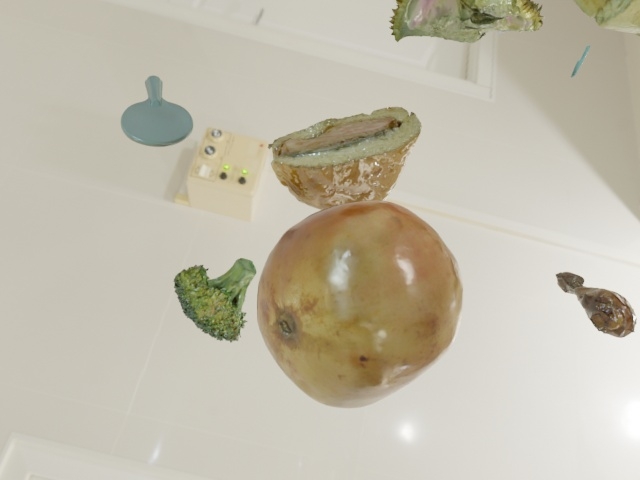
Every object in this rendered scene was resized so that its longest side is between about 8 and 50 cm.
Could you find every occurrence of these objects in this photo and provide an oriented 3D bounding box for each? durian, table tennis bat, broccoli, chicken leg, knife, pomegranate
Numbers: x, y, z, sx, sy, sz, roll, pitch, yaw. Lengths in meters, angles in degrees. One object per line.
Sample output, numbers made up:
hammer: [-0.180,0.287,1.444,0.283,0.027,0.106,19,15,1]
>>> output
durian: [0.291,-0.478,1.008,0.172,0.306,0.166,-53,149,-69]
table tennis bat: [-0.368,-0.292,1.142,0.040,0.153,0.244,105,-26,-47]
broccoli: [-0.226,0.116,1.175,0.194,0.220,0.194,-36,-145,31]
chicken leg: [0.645,0.134,1.222,0.093,0.113,0.304,-54,-170,14]
knife: [0.722,-0.497,1.415,0.005,0.014,0.091,-39,152,-50]
pomegranate: [0.062,0.070,0.635,0.270,0.229,0.252,-19,151,-36]

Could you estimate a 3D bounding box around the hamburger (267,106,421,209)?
hamburger: [0.069,-0.156,1.143,0.209,0.330,0.162,73,2,-48]

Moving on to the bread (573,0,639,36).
bread: [0.571,-0.451,0.898,0.124,0.257,0.186,122,-27,-62]

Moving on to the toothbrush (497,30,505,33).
toothbrush: [0.462,-0.500,1.188,0.019,0.013,0.193,-50,-163,9]
